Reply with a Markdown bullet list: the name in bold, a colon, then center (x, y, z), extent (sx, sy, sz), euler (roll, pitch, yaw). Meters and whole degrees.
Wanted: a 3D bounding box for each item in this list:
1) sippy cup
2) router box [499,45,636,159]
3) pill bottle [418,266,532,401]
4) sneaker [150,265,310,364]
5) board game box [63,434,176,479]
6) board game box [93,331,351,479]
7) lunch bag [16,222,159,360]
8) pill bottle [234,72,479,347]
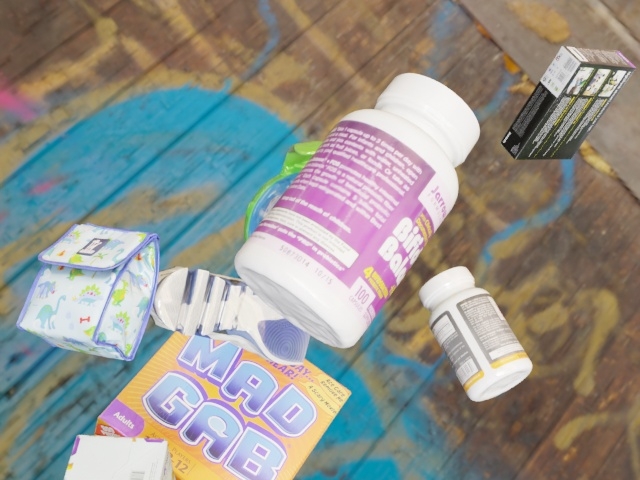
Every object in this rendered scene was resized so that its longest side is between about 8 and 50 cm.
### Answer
- **sippy cup**: center (0.000, 0.000, 1.543), extent (0.305, 0.240, 0.224), euler (47, 176, -20)
- **router box**: center (0.365, -0.199, 1.309), extent (0.046, 0.133, 0.179), euler (57, 135, 33)
- **pill bottle**: center (0.344, 0.208, 2.002), extent (0.162, 0.162, 0.278), euler (98, 149, -60)
- **sneaker**: center (-0.170, 0.106, 1.459), extent (0.315, 0.127, 0.182), euler (22, 173, -38)
- **board game box**: center (-0.302, 0.439, 1.372), extent (0.142, 0.144, 0.275), euler (3, 135, 3)
- **board game box**: center (-0.218, 0.405, 1.811), extent (0.356, 0.356, 0.356), euler (35, 143, 6)
- **lunch bag**: center (-0.266, 0.053, 1.044), extent (0.129, 0.151, 0.096), euler (7, 157, 28)
- **pill bottle**: center (0.052, -0.041, 1.015), extent (0.169, 0.301, 0.169), euler (34, 165, 10)
